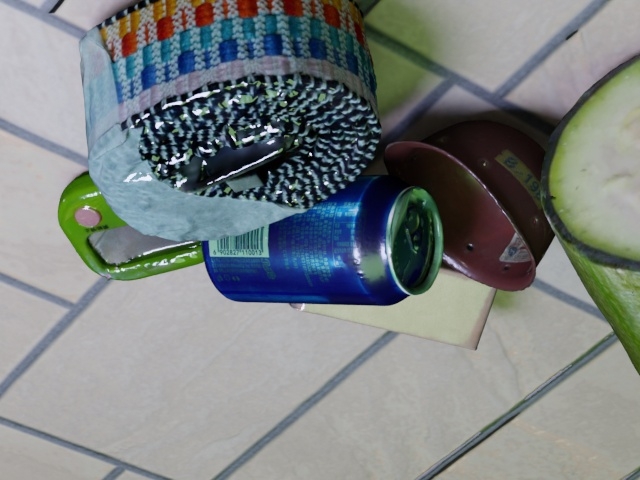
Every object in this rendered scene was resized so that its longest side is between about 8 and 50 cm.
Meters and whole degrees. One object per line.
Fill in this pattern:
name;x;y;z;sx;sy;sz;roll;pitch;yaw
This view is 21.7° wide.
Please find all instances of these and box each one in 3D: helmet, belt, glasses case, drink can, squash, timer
helmet;0.147;-0.051;1.477;0.175;0.106;0.155;42;157;0
belt;-0.077;-0.108;1.379;0.258;0.150;0.207;-22;144;23
glasses case;0.072;0.030;1.608;0.194;0.070;0.102;13;109;-13
drink can;0.000;0.000;1.480;0.205;0.118;0.118;2;144;33
squash;0.376;0.031;1.465;0.263;0.263;0.384;-19;137;19
timer;-0.166;-0.020;1.548;0.140;0.047;0.128;-14;135;14
